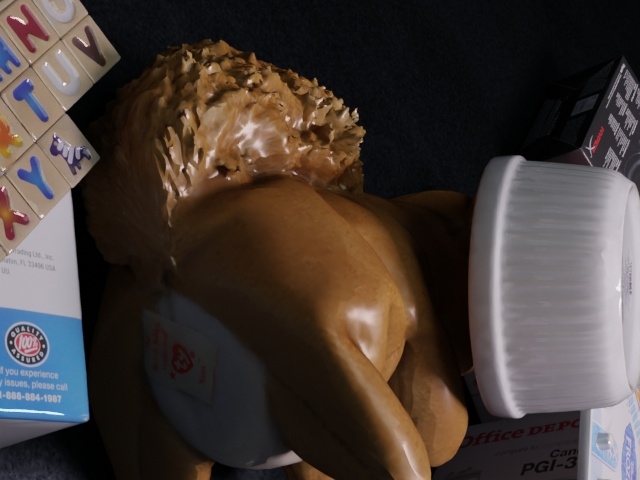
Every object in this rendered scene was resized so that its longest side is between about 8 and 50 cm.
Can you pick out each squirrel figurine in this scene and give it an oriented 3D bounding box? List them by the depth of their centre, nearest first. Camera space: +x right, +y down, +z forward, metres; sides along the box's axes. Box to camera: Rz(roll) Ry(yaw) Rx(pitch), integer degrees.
[{"bbox_3d":[0.000,0.000,1.138,0.370,0.281,0.397,-26,90,-48],"label":"squirrel figurine"}]

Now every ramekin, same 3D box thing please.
[{"bbox_3d":[0.189,0.036,1.107,0.207,0.109,0.207,-1,90,-71],"label":"ramekin"}]

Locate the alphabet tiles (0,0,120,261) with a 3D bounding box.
[{"bbox_3d":[-0.224,-0.110,0.929,0.198,0.009,0.237,54,40,-18],"label":"alphabet tiles"}]

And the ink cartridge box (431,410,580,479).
[{"bbox_3d":[0.186,0.291,1.298,0.117,0.207,0.283,55,40,-24],"label":"ink cartridge box"}]

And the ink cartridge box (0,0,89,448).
[{"bbox_3d":[-0.284,-0.024,0.929,0.223,0.129,0.307,12,64,-48],"label":"ink cartridge box"}]

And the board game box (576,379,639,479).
[{"bbox_3d":[0.331,0.235,1.287,0.390,0.050,0.390,38,51,-48],"label":"board game box"}]

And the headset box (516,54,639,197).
[{"bbox_3d":[0.373,-0.042,1.750,0.293,0.110,0.218,53,41,-20],"label":"headset box"}]

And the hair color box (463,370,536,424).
[{"bbox_3d":[0.256,0.143,1.467,0.110,0.185,0.338,-24,94,-53],"label":"hair color box"}]
